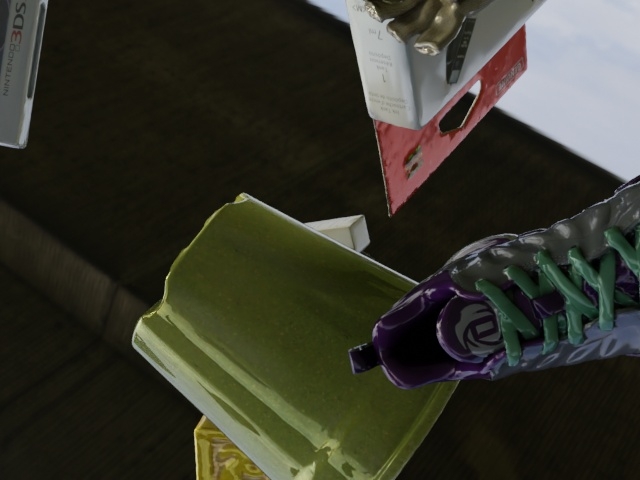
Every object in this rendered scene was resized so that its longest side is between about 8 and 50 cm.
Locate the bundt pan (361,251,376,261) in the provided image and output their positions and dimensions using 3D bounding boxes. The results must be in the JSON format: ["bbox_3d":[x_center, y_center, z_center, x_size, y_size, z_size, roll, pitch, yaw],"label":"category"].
[{"bbox_3d":[-0.023,0.111,1.717,0.330,0.124,0.331,12,-155,-6],"label":"bundt pan"}]

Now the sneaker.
[{"bbox_3d":[0.109,0.026,0.381,0.098,0.223,0.083,-23,-93,-39],"label":"sneaker"}]

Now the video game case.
[{"bbox_3d":[-0.358,-0.193,0.883,0.201,0.184,0.023,11,-176,13],"label":"video game case"}]

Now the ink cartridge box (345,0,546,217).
[{"bbox_3d":[0.138,-0.181,0.834,0.060,0.239,0.275,19,-129,34],"label":"ink cartridge box"}]

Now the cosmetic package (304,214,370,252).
[{"bbox_3d":[0.000,0.000,1.214,0.115,0.041,0.060,-7,-166,25],"label":"cosmetic package"}]

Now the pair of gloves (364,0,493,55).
[{"bbox_3d":[0.077,-0.230,0.634,0.204,0.042,0.240,-41,-134,-7],"label":"pair of gloves"}]

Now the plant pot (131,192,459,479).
[{"bbox_3d":[-0.024,0.097,0.874,0.254,0.276,0.276,36,-142,1],"label":"plant pot"}]

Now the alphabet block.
[{"bbox_3d":[-0.085,0.346,1.524,0.193,0.192,0.197,2,-160,10],"label":"alphabet block"}]
